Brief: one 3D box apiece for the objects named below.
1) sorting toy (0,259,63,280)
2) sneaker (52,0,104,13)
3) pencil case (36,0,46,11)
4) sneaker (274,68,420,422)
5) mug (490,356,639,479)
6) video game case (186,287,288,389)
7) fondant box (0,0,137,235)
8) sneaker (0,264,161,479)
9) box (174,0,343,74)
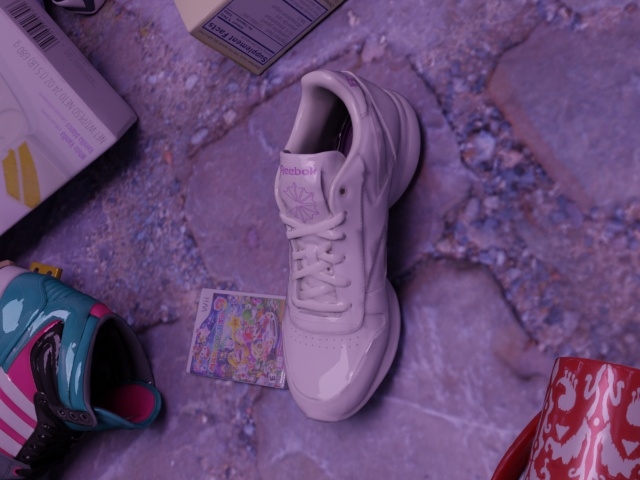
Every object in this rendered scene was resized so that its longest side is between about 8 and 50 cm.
[{"bbox_3d":[-0.385,0.102,1.114,0.275,0.046,0.132,-17,68,30],"label":"sorting toy"},{"bbox_3d":[-0.297,-0.403,1.128,0.094,0.153,0.234,26,92,35],"label":"sneaker"},{"bbox_3d":[-0.393,-0.287,1.182,0.124,0.114,0.273,-52,49,44],"label":"pencil case"},{"bbox_3d":[0.000,0.000,0.819,0.114,0.152,0.305,0,79,32],"label":"sneaker"},{"bbox_3d":[0.178,0.172,0.679,0.150,0.113,0.169,8,79,33],"label":"mug"},{"bbox_3d":[-0.075,0.094,0.930,0.122,0.011,0.087,3,79,35],"label":"video game case"},{"bbox_3d":[-0.409,-0.120,1.066,0.330,0.238,0.096,-35,17,19],"label":"fondant box"},{"bbox_3d":[-0.253,0.182,0.964,0.179,0.124,0.295,11,105,19],"label":"sneaker"},{"bbox_3d":[-0.047,-0.334,0.964,0.243,0.117,0.213,-37,60,19],"label":"box"}]
